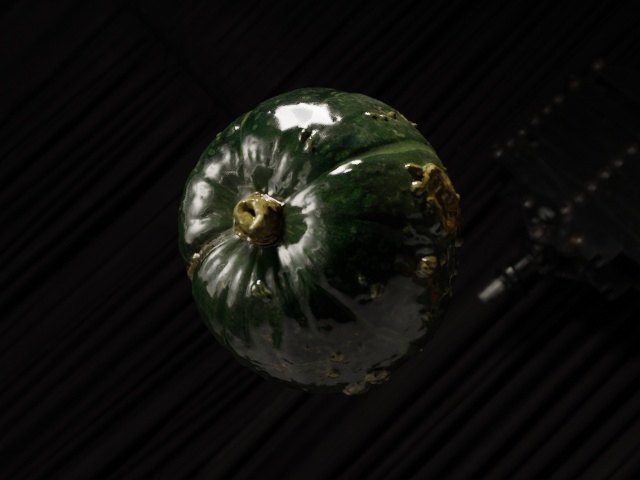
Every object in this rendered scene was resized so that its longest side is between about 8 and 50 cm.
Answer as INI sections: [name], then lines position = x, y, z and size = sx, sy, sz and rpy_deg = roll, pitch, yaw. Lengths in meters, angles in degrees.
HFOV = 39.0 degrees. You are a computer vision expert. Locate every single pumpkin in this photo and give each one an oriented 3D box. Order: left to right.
[pumpkin]
position = -0.001, -0.001, 0.562
size = 0.190, 0.190, 0.146
rpy_deg = 47, 15, 10
